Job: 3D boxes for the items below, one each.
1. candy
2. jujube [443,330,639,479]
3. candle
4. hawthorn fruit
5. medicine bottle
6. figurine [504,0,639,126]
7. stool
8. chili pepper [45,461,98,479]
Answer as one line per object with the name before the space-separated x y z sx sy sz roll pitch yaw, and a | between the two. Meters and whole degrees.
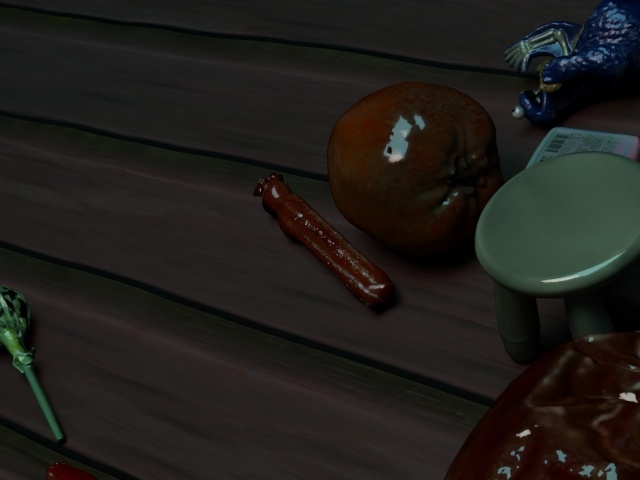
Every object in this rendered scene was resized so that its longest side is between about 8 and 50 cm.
candy | -0.392 0.158 1.873 0.083 0.091 0.305 -32 45 -7
jujube | 0.241 0.254 1.244 0.276 0.276 0.377 4 37 35
candle | 0.000 0.000 1.826 0.329 0.048 0.051 44 118 50
hawthorn fruit | 0.098 -0.089 1.755 0.210 0.210 0.262 -46 24 -20
medicine bottle | 0.338 -0.055 1.618 0.188 0.119 0.094 11 55 40
figurine | 0.358 -0.236 1.824 0.262 0.121 0.164 -36 29 18
stool | 0.284 0.037 1.492 0.195 0.199 0.195 -44 40 -15
chili pepper | -0.212 0.351 1.521 0.110 0.110 0.387 -35 37 -7
